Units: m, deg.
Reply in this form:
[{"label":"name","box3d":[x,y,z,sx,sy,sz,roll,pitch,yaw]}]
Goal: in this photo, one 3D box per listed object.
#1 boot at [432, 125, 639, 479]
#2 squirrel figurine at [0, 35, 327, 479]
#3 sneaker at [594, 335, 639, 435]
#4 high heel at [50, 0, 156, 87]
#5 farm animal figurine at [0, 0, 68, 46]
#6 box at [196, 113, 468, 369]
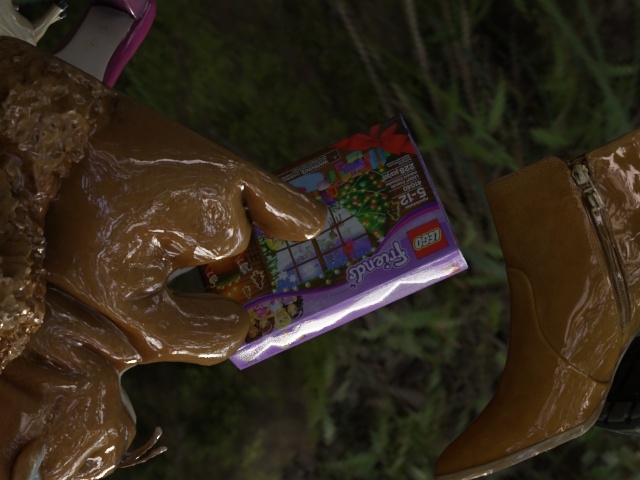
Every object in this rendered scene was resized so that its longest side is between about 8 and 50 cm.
[{"label":"boot","box3d":[0.179,0.050,1.252,0.295,0.211,0.104,-30,178,2]},{"label":"squirrel figurine","box3d":[-0.248,0.041,1.336,0.397,0.281,0.370,28,91,-51]},{"label":"sneaker","box3d":[0.328,0.145,1.301,0.267,0.106,0.101,-7,-136,58]},{"label":"high heel","box3d":[-0.336,-0.220,2.167,0.377,0.127,0.181,-60,171,-17]},{"label":"farm animal figurine","box3d":[-0.483,-0.374,1.881,0.172,0.330,0.326,-42,164,-17]},{"label":"box","box3d":[0.000,0.000,1.781,0.293,0.201,0.057,-25,150,6]}]
